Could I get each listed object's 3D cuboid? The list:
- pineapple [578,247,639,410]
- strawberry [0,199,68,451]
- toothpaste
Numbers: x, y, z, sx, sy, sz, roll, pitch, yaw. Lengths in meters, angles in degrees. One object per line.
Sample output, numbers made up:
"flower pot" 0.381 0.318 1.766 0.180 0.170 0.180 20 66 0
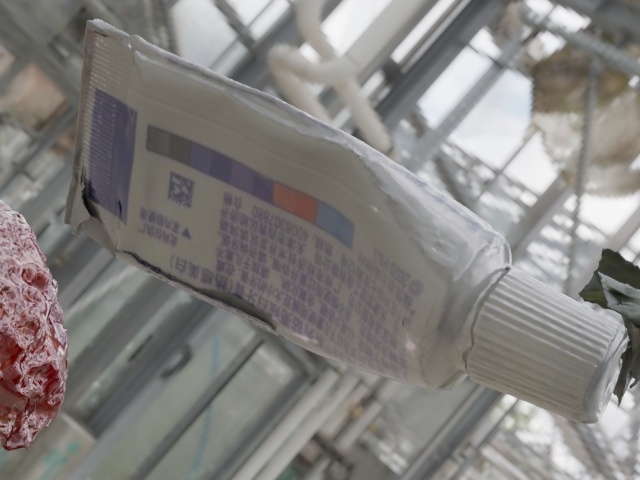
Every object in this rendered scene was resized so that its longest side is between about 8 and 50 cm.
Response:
"pineapple" 0.326 0.038 1.006 0.119 0.277 0.130 70 11 -52
"strawberry" -0.319 0.052 1.107 0.274 0.220 0.274 10 -22 4
"toothpaste" -0.001 0.002 0.612 0.282 0.099 0.068 26 2 27
